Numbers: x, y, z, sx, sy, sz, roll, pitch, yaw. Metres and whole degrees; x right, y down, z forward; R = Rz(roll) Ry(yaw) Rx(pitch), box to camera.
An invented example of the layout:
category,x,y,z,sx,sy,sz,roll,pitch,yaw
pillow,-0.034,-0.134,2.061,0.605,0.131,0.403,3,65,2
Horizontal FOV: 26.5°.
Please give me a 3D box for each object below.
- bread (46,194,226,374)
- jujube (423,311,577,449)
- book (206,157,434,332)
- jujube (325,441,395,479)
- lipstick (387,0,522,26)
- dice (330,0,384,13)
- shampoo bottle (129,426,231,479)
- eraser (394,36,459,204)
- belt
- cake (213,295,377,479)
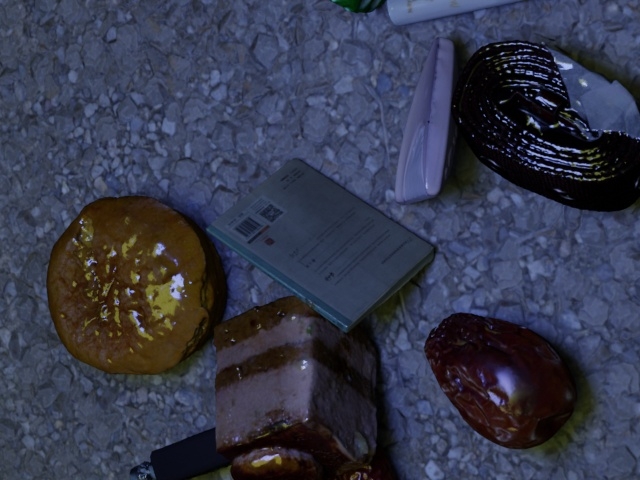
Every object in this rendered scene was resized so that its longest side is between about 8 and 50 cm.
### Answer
category,x,y,z,sx,sy,sz,roll,pitch,yaw
bread,-0.302,0.071,2.231,0.312,0.172,0.312,1,94,23
jujube,0.255,0.193,1.958,0.236,0.168,0.168,39,112,36
book,0.000,0.000,2.053,0.283,0.215,0.025,36,146,23
jujube,0.062,0.381,2.093,0.112,0.109,0.176,-12,85,-5
lipstick,0.223,-0.361,1.972,0.264,0.059,0.059,-8,91,28
dice,0.052,-0.416,2.019,0.120,0.131,0.128,39,110,18
shampoo bottle,-0.186,0.348,2.227,0.309,0.098,0.071,-24,82,27
eraser,0.167,-0.174,1.974,0.059,0.204,0.243,12,87,-8
belt,0.327,-0.152,1.884,0.289,0.164,0.184,31,82,24
cake,-0.037,0.248,2.022,0.199,0.196,0.293,-19,50,24
